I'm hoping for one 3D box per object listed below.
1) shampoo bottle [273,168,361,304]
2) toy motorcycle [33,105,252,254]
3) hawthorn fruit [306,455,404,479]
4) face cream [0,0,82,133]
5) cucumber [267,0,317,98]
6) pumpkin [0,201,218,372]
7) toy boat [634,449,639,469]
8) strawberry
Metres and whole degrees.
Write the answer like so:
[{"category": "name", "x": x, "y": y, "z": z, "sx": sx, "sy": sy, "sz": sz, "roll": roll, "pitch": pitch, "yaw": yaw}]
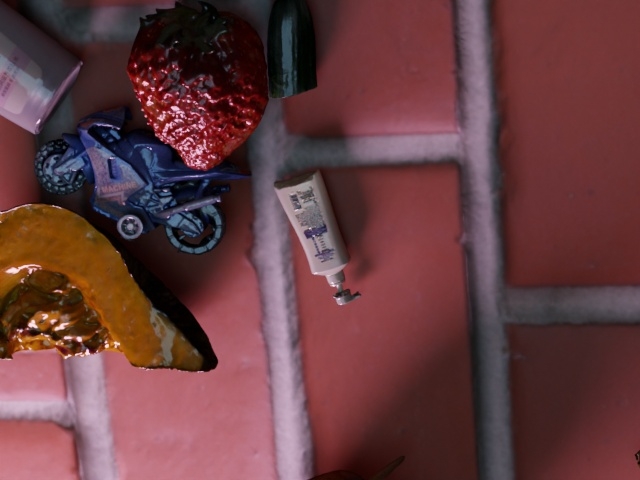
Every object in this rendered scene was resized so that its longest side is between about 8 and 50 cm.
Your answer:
[{"category": "shampoo bottle", "x": 0.000, "y": 0.000, "z": 1.909, "sx": 0.049, "sy": 0.034, "sz": 0.141, "roll": -18, "pitch": 105, "yaw": 10}, {"category": "toy motorcycle", "x": -0.178, "y": -0.066, "z": 1.905, "sx": 0.205, "sy": 0.076, "sz": 0.114, "roll": 24, "pitch": 105, "yaw": 2}, {"category": "hawthorn fruit", "x": 0.017, "y": 0.335, "z": 1.947, "sx": 0.210, "sy": 0.210, "sz": 0.262, "roll": 15, "pitch": 89, "yaw": 6}, {"category": "face cream", "x": -0.367, "y": -0.212, "z": 1.889, "sx": 0.269, "sy": 0.073, "sz": 0.107, "roll": 34, "pitch": 104, "yaw": 0}, {"category": "cucumber", "x": -0.029, "y": -0.187, "z": 1.840, "sx": 0.048, "sy": 0.048, "sz": 0.105, "roll": 2, "pitch": 109, "yaw": 11}, {"category": "pumpkin", "x": -0.224, "y": 0.038, "z": 1.939, "sx": 0.278, "sy": 0.111, "sz": 0.163, "roll": 3, "pitch": 100, "yaw": 16}, {"category": "toy boat", "x": 0.375, "y": 0.192, "z": 1.893, "sx": 0.149, "sy": 0.047, "sz": 0.049, "roll": -38, "pitch": 112, "yaw": 24}, {"category": "strawberry", "x": -0.111, "y": -0.151, "z": 1.838, "sx": 0.131, "sy": 0.131, "sz": 0.148, "roll": -7, "pitch": 130, "yaw": 14}]
